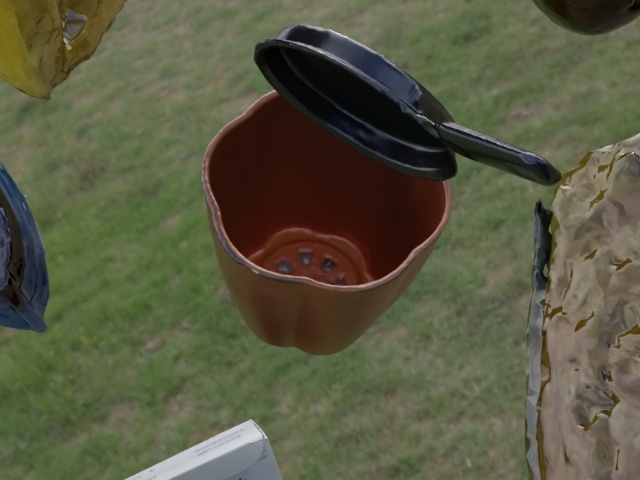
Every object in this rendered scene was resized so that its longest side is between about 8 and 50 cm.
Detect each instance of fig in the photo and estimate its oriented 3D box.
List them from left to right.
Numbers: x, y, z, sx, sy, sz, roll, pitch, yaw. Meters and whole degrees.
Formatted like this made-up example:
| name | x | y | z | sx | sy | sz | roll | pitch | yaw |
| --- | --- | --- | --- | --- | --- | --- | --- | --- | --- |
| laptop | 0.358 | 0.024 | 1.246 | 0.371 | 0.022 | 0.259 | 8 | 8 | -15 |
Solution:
| name | x | y | z | sx | sy | sz | roll | pitch | yaw |
| --- | --- | --- | --- | --- | --- | --- | --- | --- | --- |
| fig | 0.170 | -0.214 | 0.803 | 0.109 | 0.155 | 0.103 | -43 | 11 | 5 |

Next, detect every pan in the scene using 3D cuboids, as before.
| name | x | y | z | sx | sy | sz | roll | pitch | yaw |
| --- | --- | --- | --- | --- | --- | --- | --- | --- | --- |
| pan | 0.050 | -0.067 | 0.648 | 0.028 | 0.136 | 0.235 | -56 | 36 | -6 |

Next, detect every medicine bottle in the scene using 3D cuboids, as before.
| name | x | y | z | sx | sy | sz | roll | pitch | yaw |
| --- | --- | --- | --- | --- | --- | --- | --- | --- | --- |
| medicine bottle | -0.128 | 0.288 | 1.201 | 0.201 | 0.171 | 0.052 | -23 | 29 | -15 |

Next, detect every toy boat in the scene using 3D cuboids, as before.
| name | x | y | z | sx | sy | sz | roll | pitch | yaw |
| --- | --- | --- | --- | --- | --- | --- | --- | --- | --- |
| toy boat | -0.360 | -0.036 | 1.165 | 0.129 | 0.309 | 0.142 | -37 | -4 | -10 |

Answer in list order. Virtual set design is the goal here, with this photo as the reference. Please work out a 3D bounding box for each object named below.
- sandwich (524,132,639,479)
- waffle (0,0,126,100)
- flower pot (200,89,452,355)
| name | x | y | z | sx | sy | sz | roll | pitch | yaw |
| --- | --- | --- | --- | --- | --- | --- | --- | --- | --- |
| sandwich | 0.151 | 0.107 | 0.408 | 0.087 | 0.251 | 0.226 | -17 | 59 | 29 |
| waffle | -0.127 | -0.235 | 0.654 | 0.055 | 0.221 | 0.248 | 16 | 53 | 12 |
| flower pot | 0.000 | 0.000 | 0.961 | 0.190 | 0.173 | 0.191 | 2 | 58 | -3 |
